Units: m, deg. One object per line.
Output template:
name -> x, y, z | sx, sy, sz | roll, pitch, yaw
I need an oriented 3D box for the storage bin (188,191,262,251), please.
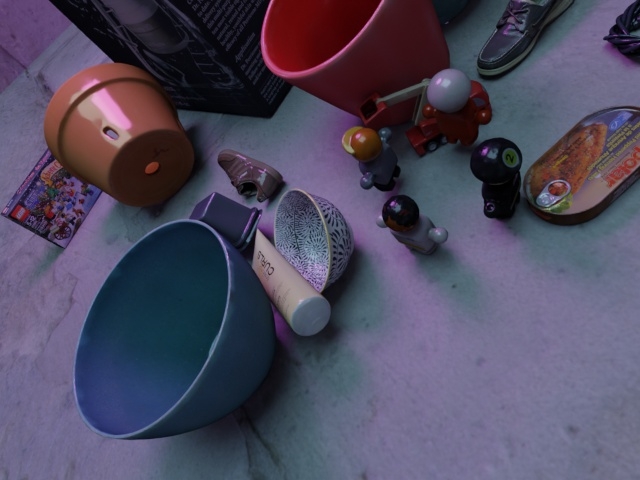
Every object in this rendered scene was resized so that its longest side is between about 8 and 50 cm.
storage bin -> -0.183, -0.027, 0.834 | 0.135, 0.091, 0.098 | -17, 48, 58

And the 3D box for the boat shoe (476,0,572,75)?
boat shoe -> 0.341, -0.378, 0.783 | 0.223, 0.073, 0.080 | -46, 48, -3

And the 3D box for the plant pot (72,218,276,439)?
plant pot -> -0.176, 0.141, 0.672 | 0.290, 0.195, 0.290 | -18, 56, 28

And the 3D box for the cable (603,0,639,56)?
cable -> 0.509, -0.323, 0.660 | 0.184, 0.047, 0.151 | -4, 59, 31

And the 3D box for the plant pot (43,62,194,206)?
plant pot -> -0.422, -0.211, 1.033 | 0.291, 0.291, 0.203 | -45, 64, -2

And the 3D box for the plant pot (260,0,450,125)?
plant pot -> 0.079, -0.334, 0.778 | 0.274, 0.243, 0.275 | -16, 63, 36

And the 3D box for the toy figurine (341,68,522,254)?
toy figurine -> 0.155, -0.104, 0.647 | 0.209, 0.148, 0.213 | -26, 61, 15

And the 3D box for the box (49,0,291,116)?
box -> -0.330, -0.556, 1.055 | 0.479, 0.472, 0.298 | 17, 70, 39

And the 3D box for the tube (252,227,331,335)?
tube -> -0.065, 0.063, 0.718 | 0.070, 0.062, 0.240 | -45, 34, -4

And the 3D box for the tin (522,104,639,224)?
tin -> 0.359, -0.099, 0.613 | 0.189, 0.040, 0.106 | -42, 44, 1

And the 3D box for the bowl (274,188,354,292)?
bowl -> 0.000, 0.000, 0.722 | 0.080, 0.170, 0.170 | -11, 38, -31

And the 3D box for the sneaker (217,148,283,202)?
sneaker -> -0.161, -0.132, 0.939 | 0.188, 0.066, 0.071 | 23, 75, 40

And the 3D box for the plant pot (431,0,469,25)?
plant pot -> 0.190, -0.541, 0.904 | 0.292, 0.196, 0.293 | -16, 53, 23

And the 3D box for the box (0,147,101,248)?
box -> -0.665, -0.120, 1.185 | 0.044, 0.159, 0.233 | 9, 66, 35

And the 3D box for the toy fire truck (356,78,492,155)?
toy fire truck -> 0.168, -0.208, 0.736 | 0.192, 0.135, 0.047 | -30, 49, 12
